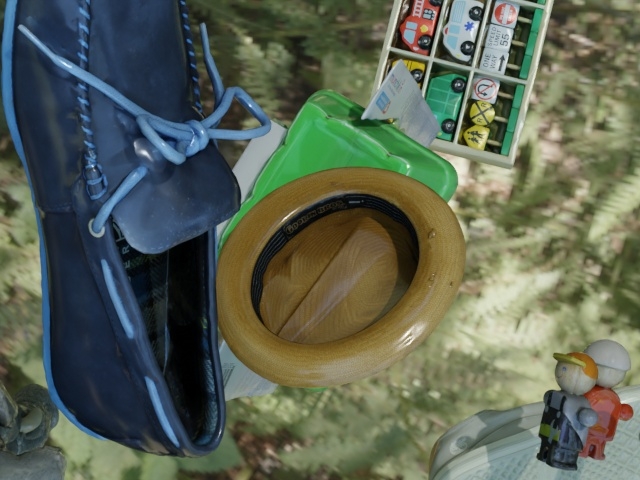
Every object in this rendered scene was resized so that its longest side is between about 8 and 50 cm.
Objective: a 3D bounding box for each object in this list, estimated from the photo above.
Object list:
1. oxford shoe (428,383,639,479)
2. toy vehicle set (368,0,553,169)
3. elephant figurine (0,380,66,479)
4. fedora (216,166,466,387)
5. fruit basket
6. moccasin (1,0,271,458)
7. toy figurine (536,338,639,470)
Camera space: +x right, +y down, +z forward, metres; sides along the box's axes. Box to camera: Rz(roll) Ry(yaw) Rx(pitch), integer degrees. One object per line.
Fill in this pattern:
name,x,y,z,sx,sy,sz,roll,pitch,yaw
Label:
oxford shoe,0.345,0.270,2.056,0.449,0.130,0.169,-15,119,-10
toy vehicle set,0.157,-0.224,1.613,0.166,0.035,0.267,14,83,4
elephant figurine,-0.264,0.135,1.039,0.169,0.239,0.186,-8,126,-11
fedora,0.017,0.037,1.106,0.194,0.194,0.079,-40,146,-15
fruit basket,0.000,0.000,1.377,0.165,0.353,0.327,32,92,5
moccasin,-0.089,-0.032,0.848,0.137,0.116,0.342,-36,134,-41
toy figurine,0.362,0.196,1.699,0.209,0.213,0.148,8,96,-63
